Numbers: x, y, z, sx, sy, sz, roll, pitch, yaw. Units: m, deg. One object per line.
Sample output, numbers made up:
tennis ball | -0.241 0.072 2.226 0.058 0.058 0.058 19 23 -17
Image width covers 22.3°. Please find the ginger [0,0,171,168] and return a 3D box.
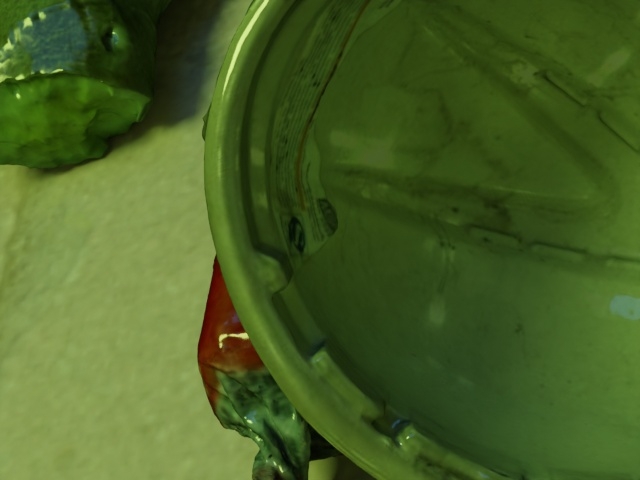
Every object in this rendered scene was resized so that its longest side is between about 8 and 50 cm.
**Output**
ginger | -0.114 -0.157 0.791 0.137 0.089 0.290 -15 49 43

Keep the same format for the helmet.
helmet | 0.096 -0.008 0.522 0.257 0.137 0.204 29 98 1

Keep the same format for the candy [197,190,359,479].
candy | -0.001 -0.001 0.602 0.059 0.086 0.292 -3 53 17
